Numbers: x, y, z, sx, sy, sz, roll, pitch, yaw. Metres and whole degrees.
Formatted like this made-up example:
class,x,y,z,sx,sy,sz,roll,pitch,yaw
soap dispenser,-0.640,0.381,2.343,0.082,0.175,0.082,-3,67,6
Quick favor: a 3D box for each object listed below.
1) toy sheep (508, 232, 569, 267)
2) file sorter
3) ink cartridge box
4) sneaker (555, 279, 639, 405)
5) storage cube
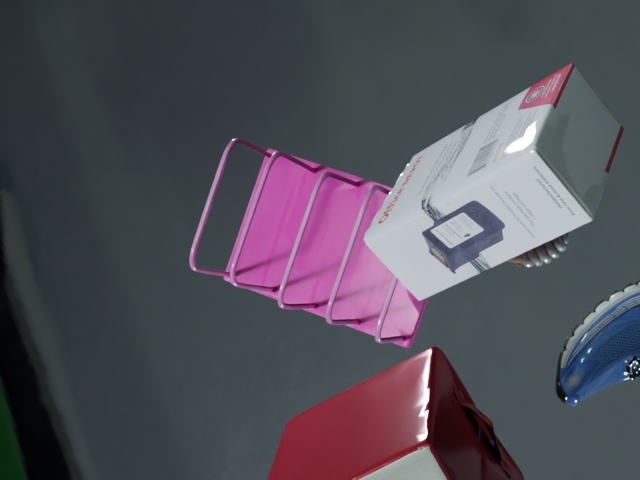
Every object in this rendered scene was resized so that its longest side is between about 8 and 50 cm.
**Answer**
class,x,y,z,sx,sy,sz,roll,pitch,yaw
toy sheep,0.352,-0.003,1.645,0.091,0.132,0.091,49,-158,-27
file sorter,0.000,0.000,1.365,0.202,0.290,0.182,-71,-18,1
ink cartridge box,0.181,-0.058,1.082,0.100,0.237,0.172,48,-136,-14
sneaker,0.440,0.118,1.255,0.147,0.330,0.130,61,179,30
storage cube,0.073,0.251,0.970,0.184,0.215,0.193,57,-164,-12
